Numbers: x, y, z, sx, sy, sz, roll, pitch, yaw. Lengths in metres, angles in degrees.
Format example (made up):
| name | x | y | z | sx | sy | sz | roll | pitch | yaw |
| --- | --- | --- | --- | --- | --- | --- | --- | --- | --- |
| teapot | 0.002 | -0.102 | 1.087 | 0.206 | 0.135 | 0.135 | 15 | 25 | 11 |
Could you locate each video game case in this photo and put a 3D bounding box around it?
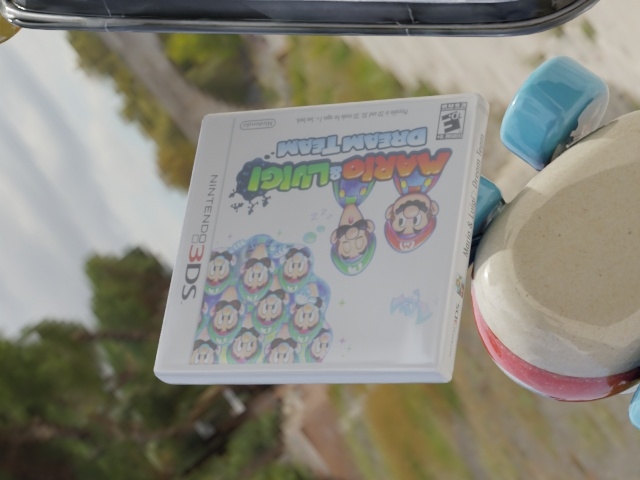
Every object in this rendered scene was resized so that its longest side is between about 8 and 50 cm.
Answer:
| name | x | y | z | sx | sy | sz | roll | pitch | yaw |
| --- | --- | --- | --- | --- | --- | --- | --- | --- | --- |
| video game case | 0.000 | 0.000 | 0.963 | 0.019 | 0.157 | 0.143 | 41 | -127 | -53 |

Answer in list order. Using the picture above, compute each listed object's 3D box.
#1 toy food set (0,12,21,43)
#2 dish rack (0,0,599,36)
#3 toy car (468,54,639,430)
| name | x | y | z | sx | sy | sz | roll | pitch | yaw |
| --- | --- | --- | --- | --- | --- | --- | --- | --- | --- |
| toy food set | -0.179 | -0.099 | 0.978 | 0.038 | 0.192 | 0.132 | 37 | 163 | -16 |
| dish rack | 0.023 | -0.178 | 0.633 | 0.208 | 0.271 | 0.074 | 5 | 138 | 29 |
| toy car | 0.182 | 0.047 | 1.296 | 0.219 | 0.210 | 0.238 | 36 | 154 | 20 |
